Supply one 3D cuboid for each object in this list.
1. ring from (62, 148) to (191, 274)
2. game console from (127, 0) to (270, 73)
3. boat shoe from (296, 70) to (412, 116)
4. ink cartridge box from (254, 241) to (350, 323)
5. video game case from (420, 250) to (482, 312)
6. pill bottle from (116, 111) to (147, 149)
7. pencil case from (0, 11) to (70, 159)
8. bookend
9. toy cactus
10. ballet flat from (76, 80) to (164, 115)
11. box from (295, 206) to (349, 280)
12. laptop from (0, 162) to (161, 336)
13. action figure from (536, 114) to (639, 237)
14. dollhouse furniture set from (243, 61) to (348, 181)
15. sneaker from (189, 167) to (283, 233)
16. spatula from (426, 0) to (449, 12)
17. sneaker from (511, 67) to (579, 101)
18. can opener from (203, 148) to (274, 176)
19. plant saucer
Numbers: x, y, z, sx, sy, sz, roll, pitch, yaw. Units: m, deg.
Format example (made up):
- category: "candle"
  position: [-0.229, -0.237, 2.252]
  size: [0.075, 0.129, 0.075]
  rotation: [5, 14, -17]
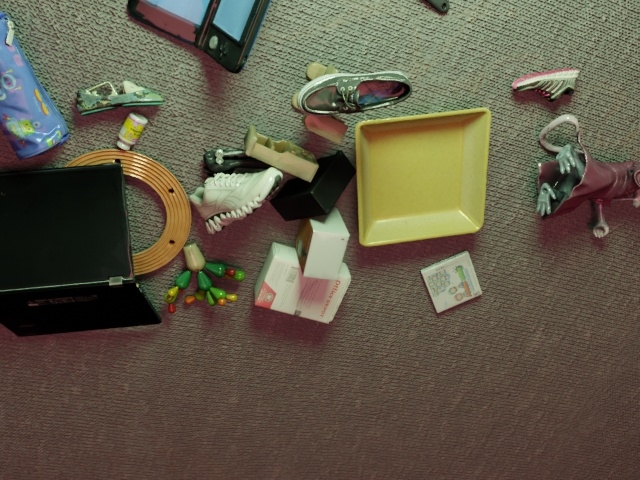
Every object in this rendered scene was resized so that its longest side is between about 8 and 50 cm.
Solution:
- category: "ring"
  position: [-0.487, -0.064, 1.402]
  size: [0.337, 0.032, 0.336]
  rotation: [-4, 118, -8]
- category: "game console"
  position: [-0.226, -0.523, 1.139]
  size: [0.173, 0.250, 0.293]
  rotation: [6, 119, -42]
- category: "boat shoe"
  position: [0.070, -0.281, 1.119]
  size: [0.229, 0.076, 0.080]
  rotation: [-7, 116, -8]
- category: "ink cartridge box"
  position: [-0.050, 0.115, 1.534]
  size: [0.218, 0.092, 0.158]
  rotation: [18, 113, -16]
- category: "video game case"
  position: [0.377, 0.120, 1.651]
  size: [0.143, 0.019, 0.157]
  rotation: [-24, 118, 3]
- category: "pill bottle"
  position: [-0.431, -0.248, 1.309]
  size: [0.043, 0.043, 0.083]
  rotation: [28, 109, -21]
- category: "pencil case"
  position: [-0.637, -0.322, 1.192]
  size: [0.133, 0.119, 0.306]
  rotation: [-10, 120, 14]
- category: "bookend"
  position: [-0.019, -0.132, 1.412]
  size: [0.157, 0.156, 0.072]
  rotation: [-8, 130, 46]
- category: "toy cactus"
  position: [-0.313, 0.097, 1.484]
  size: [0.219, 0.112, 0.180]
  rotation: [-15, 109, 8]
- category: "ballet flat"
  position: [-0.443, -0.318, 1.264]
  size: [0.188, 0.070, 0.070]
  rotation: [-10, 118, -8]
- category: "box"
  position: [0.000, 0.000, 1.438]
  size: [0.091, 0.170, 0.130]
  rotation: [8, 114, -13]
- category: "laptop"
  position: [-0.623, 0.042, 1.407]
  size: [0.382, 0.236, 0.408]
  rotation: [-5, 150, -2]
- category: "action figure"
  position: [0.734, -0.159, 1.516]
  size: [0.370, 0.248, 0.275]
  rotation: [-5, 75, -21]
- category: "dollhouse furniture set"
  position: [-0.045, -0.278, 1.264]
  size: [0.161, 0.212, 0.242]
  rotation: [22, 110, -19]
- category: "sneaker"
  position: [-0.204, -0.109, 1.330]
  size: [0.292, 0.110, 0.118]
  rotation: [-23, 109, 43]
- category: "spatula"
  position: [0.172, -0.587, 1.247]
  size: [0.296, 0.030, 0.084]
  rotation: [30, 109, -22]
- category: "sneaker"
  position: [0.550, -0.372, 1.403]
  size: [0.170, 0.063, 0.074]
  rotation: [-12, 112, -9]
- category: "can opener"
  position: [-0.189, -0.194, 1.381]
  size: [0.186, 0.073, 0.059]
  rotation: [-8, 79, -9]
- category: "plant saucer"
  position: [0.247, -0.165, 1.449]
  size: [0.333, 0.081, 0.332]
  rotation: [-7, 118, -6]
